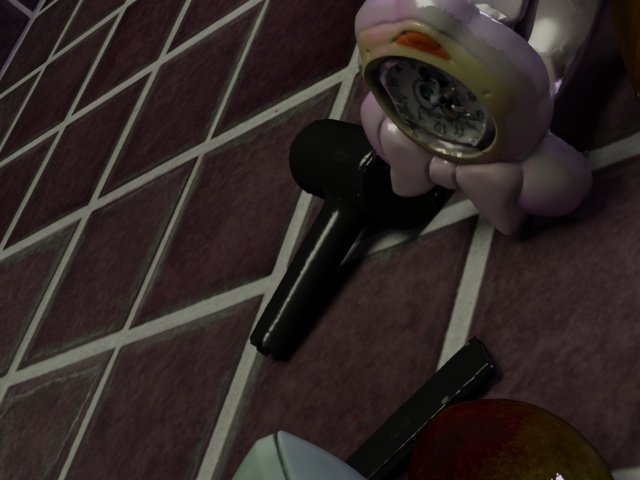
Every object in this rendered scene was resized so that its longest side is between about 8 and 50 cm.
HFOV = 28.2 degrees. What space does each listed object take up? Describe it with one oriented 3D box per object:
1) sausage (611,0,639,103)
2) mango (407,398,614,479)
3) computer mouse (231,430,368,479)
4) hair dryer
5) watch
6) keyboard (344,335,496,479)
[{"bbox_3d":[0.307,-0.252,1.035,0.112,0.112,0.328,8,66,60],"label":"sausage"},{"bbox_3d":[0.126,0.184,0.779,0.133,0.111,0.267,-36,34,8],"label":"mango"},{"bbox_3d":[0.027,0.225,0.840,0.097,0.159,0.288,-32,26,-9],"label":"computer mouse"},{"bbox_3d":[0.000,0.000,1.245,0.251,0.089,0.197,-60,27,-1],"label":"hair dryer"},{"bbox_3d":[0.153,-0.161,1.024,0.211,0.248,0.217,24,64,27],"label":"watch"},{"bbox_3d":[0.065,0.155,1.015,0.195,0.018,0.060,-46,20,13],"label":"keyboard"}]
